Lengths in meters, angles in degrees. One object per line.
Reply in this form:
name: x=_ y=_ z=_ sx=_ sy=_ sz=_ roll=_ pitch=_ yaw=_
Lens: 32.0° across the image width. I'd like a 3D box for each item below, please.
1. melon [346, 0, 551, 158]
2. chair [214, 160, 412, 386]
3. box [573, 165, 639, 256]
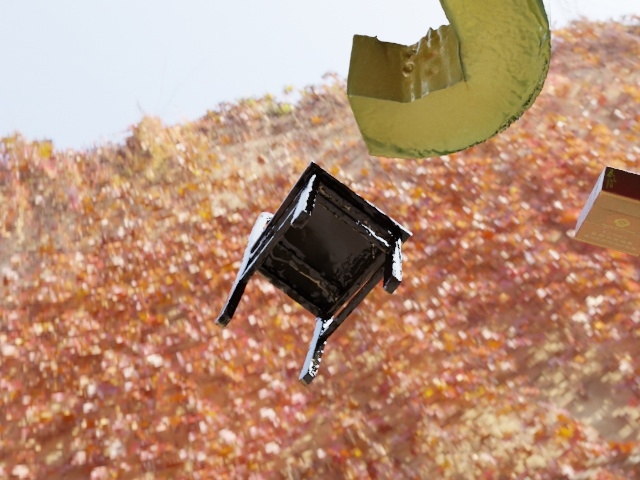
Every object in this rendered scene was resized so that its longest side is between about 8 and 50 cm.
melon: x=0.091 y=-0.129 z=0.772 sx=0.118 sy=0.064 sz=0.209 roll=36 pitch=-40 yaw=-24
chair: x=0.000 y=0.000 z=0.780 sx=0.084 sy=0.212 sz=0.101 roll=37 pitch=-69 yaw=-9
box: x=0.222 y=-0.021 z=0.821 sx=0.051 sy=0.023 sz=0.082 roll=15 pitch=-25 yaw=4
